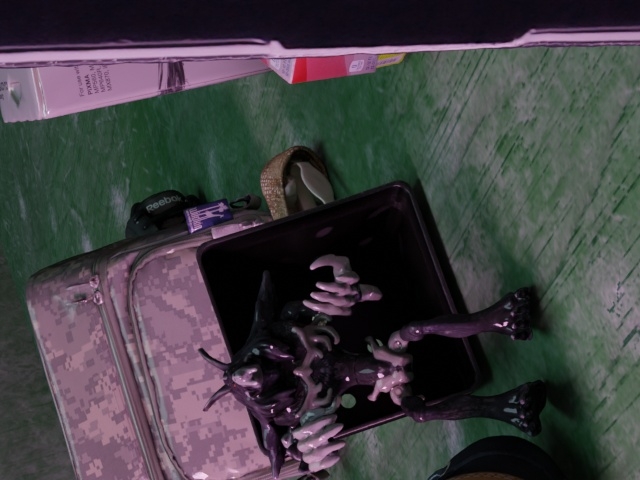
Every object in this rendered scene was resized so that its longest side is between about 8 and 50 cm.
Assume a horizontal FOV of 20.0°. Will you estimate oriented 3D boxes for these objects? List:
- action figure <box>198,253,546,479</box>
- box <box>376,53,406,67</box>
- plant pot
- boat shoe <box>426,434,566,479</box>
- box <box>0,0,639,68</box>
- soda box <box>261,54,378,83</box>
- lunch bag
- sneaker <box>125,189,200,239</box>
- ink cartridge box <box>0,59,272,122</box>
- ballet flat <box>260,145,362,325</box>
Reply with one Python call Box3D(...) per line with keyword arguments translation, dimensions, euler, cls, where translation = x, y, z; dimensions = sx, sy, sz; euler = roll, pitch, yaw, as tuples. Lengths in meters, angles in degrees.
Box3D(translation=(0.022, 0.092, 1.355), dimensions=(0.141, 0.275, 0.164), euler=(29, -123, -70), cls="action figure")
Box3D(translation=(0.034, -0.237, 1.434), dimensions=(0.109, 0.042, 0.178), euler=(129, 124, -67), cls="box")
Box3D(translation=(0.014, 0.083, 1.539), dimensions=(0.167, 0.188, 0.187), euler=(89, 162, -74), cls="plant pot")
Box3D(translation=(0.110, 0.358, 1.433), dimensions=(0.156, 0.186, 0.500), euler=(-68, -11, -53), cls="boat shoe")
Box3D(translation=(-0.042, -0.304, 0.868), dimensions=(0.472, 0.480, 0.297), euler=(-133, 44, -54), cls="box")
Box3D(translation=(0.008, -0.253, 1.335), dimensions=(0.092, 0.083, 0.263), euler=(41, 132, 42), cls="soda box")
Box3D(translation=(-0.134, 0.124, 1.892), dimensions=(0.212, 0.256, 0.305), euler=(-18, -87, -73), cls="lunch bag")
Box3D(translation=(-0.165, 0.015, 2.108), dimensions=(0.276, 0.097, 0.135), euler=(-151, 47, -67), cls="sneaker")
Box3D(translation=(-0.152, -0.189, 1.645), dimensions=(0.197, 0.273, 0.114), euler=(-172, 69, -70), cls="ink cartridge box")
Box3D(translation=(0.000, 0.000, 1.673), dimensions=(0.206, 0.073, 0.067), euler=(64, 144, 22), cls="ballet flat")
